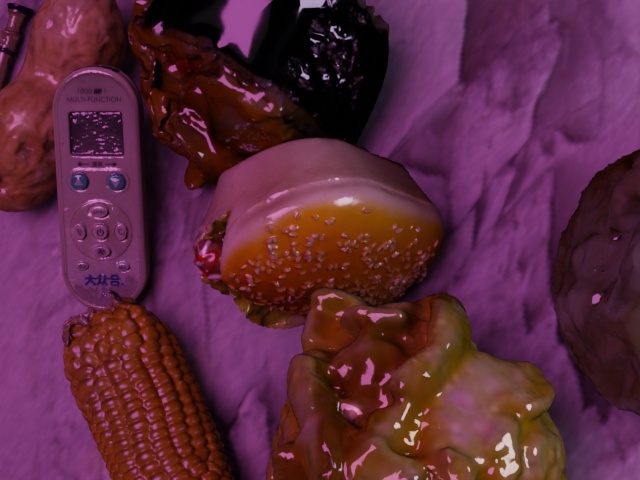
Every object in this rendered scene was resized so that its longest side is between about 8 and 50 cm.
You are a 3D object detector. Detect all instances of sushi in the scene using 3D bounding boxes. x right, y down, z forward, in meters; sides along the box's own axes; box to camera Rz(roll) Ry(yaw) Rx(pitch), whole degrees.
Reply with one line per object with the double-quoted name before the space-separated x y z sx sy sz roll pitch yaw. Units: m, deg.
"sushi" -0.061 -0.144 1.520 0.200 0.213 0.204 25 78 49

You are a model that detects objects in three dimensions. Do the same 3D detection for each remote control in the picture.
"remote control" -0.192 -0.046 1.597 0.078 0.042 0.221 1 104 8

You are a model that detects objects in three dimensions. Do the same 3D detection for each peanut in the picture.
"peanut" -0.245 -0.130 1.641 0.229 0.098 0.103 -62 27 6

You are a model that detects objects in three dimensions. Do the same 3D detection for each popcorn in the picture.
"popcorn" 0.059 0.167 1.373 0.259 0.212 0.259 13 129 16

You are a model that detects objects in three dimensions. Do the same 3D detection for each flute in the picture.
"flute" -0.321 -0.113 1.718 0.027 0.027 0.233 18 89 27

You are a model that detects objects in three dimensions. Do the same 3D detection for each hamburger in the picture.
"hamburger" 0.000 0.000 1.448 0.173 0.210 0.116 -24 62 31

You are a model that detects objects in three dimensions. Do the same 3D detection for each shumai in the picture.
"shumai" 0.264 0.002 1.327 0.222 0.204 0.271 22 95 28

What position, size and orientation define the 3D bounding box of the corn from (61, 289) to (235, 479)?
"corn" -0.127 0.189 1.533 0.106 0.106 0.305 -32 72 17
